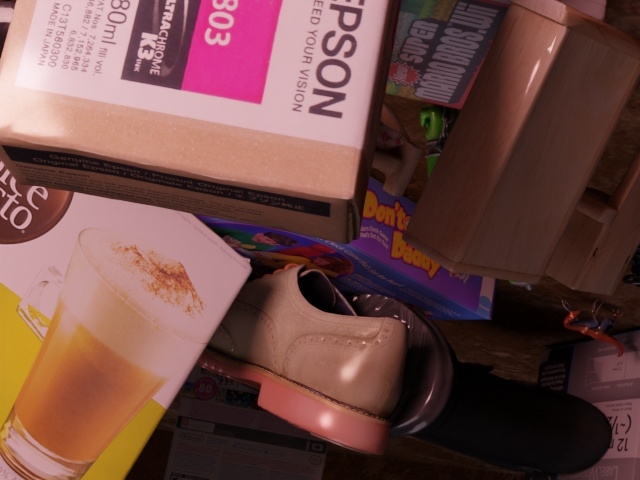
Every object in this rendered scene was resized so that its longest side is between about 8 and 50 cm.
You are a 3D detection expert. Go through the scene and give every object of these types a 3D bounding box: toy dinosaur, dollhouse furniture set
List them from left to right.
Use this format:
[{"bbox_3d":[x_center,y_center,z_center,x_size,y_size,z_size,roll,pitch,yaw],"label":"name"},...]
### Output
[{"bbox_3d":[0.042,-0.128,0.945,0.303,0.174,0.355,10,-161,-49],"label":"dollhouse furniture set"},{"bbox_3d":[0.326,0.102,1.594,0.082,0.090,0.047,-16,165,-37],"label":"toy dinosaur"}]

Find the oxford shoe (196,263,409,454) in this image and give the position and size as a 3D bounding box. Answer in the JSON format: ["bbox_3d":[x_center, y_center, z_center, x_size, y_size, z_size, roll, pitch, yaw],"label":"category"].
[{"bbox_3d":[-0.043,0.092,1.408,0.140,0.147,0.397,22,180,-44],"label":"oxford shoe"}]

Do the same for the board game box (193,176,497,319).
[{"bbox_3d":[0.000,0.000,1.428,0.233,0.078,0.347,-3,159,41],"label":"board game box"}]

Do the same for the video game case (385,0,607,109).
[{"bbox_3d":[0.038,-0.157,0.961,0.285,0.025,0.204,12,164,-3],"label":"video game case"}]

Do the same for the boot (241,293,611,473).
[{"bbox_3d":[0.174,0.198,1.568,0.445,0.146,0.367,26,172,-32],"label":"boot"}]

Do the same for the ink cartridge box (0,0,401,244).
[{"bbox_3d":[-0.054,-0.134,0.717,0.193,0.235,0.088,9,165,4],"label":"ink cartridge box"}]

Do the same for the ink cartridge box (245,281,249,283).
[{"bbox_3d":[-0.043,0.116,1.802,0.062,0.109,0.209,4,163,23],"label":"ink cartridge box"}]

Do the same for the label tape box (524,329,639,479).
[{"bbox_3d":[0.374,0.304,1.738,0.115,0.348,0.249,18,162,-20],"label":"label tape box"}]

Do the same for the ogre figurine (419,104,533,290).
[{"bbox_3d":[0.152,-0.031,1.151,0.096,0.118,0.197,3,163,27],"label":"ogre figurine"}]

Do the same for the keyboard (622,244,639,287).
[{"bbox_3d":[0.387,0.016,1.318,0.317,0.033,0.201,4,163,25],"label":"keyboard"}]

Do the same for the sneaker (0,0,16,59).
[{"bbox_3d":[-0.213,-0.131,1.082,0.234,0.097,0.084,5,163,19],"label":"sneaker"}]

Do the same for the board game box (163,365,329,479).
[{"bbox_3d":[-0.091,0.249,1.936,0.224,0.303,0.097,11,164,3],"label":"board game box"}]

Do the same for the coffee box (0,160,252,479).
[{"bbox_3d":[-0.339,0.070,1.284,0.337,0.334,0.338,41,153,-20],"label":"coffee box"}]
